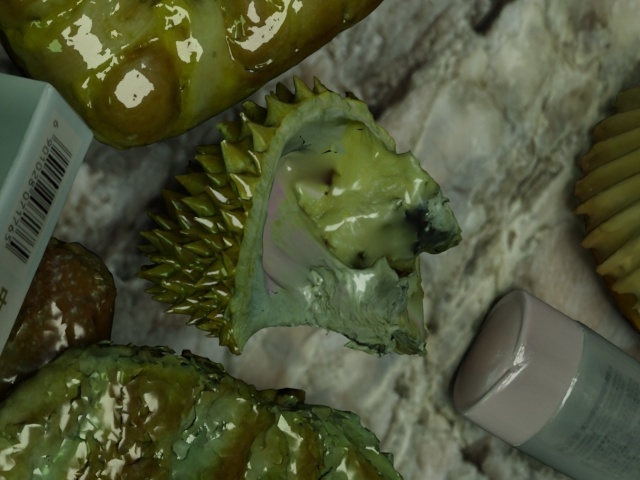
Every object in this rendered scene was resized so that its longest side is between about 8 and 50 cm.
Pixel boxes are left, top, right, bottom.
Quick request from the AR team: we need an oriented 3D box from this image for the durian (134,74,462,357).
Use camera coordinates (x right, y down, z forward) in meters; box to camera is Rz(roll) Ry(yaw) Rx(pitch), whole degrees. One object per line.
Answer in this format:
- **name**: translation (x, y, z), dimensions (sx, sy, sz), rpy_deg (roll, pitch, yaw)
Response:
- **durian**: translation (0.000, 0.000, 0.881), dimensions (0.172, 0.166, 0.306), rpy_deg (-50, 151, 7)

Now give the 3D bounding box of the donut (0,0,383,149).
- **donut**: translation (-0.087, -0.187, 0.847), dimensions (0.261, 0.128, 0.208), rpy_deg (-31, 106, -17)

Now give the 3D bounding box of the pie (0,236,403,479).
- **pie**: translation (-0.115, 0.251, 0.861), dimensions (0.418, 0.180, 0.395), rpy_deg (41, 80, -26)

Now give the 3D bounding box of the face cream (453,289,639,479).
- **face cream**: translation (0.229, 0.142, 1.049), dimensions (0.269, 0.073, 0.107), rpy_deg (31, 79, -23)

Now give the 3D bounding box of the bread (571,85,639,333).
- **bread**: translation (0.366, 0.019, 1.054), dimensions (0.389, 0.183, 0.236), rpy_deg (40, 64, -16)

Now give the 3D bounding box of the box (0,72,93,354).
- **box**: translation (-0.242, 0.019, 0.739), dimensions (0.067, 0.155, 0.243), rpy_deg (55, 52, -63)
